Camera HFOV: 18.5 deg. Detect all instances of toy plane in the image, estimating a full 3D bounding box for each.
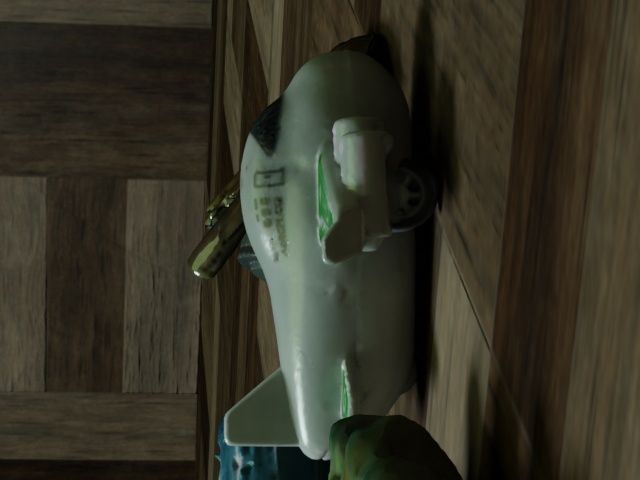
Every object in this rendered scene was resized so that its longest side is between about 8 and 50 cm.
[{"bbox_3d":[0.003,0.005,0.827,0.174,0.080,0.174,-177,90,-85],"label":"toy plane"}]

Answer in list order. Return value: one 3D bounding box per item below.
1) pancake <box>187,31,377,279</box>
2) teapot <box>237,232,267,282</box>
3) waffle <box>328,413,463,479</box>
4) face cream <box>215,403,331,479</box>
[{"bbox_3d":[-0.029,-0.033,0.978,0.184,0.020,0.190,-57,6,-29],"label":"pancake"},{"bbox_3d":[0.000,0.000,0.992,0.088,0.066,0.057,46,-118,-67],"label":"teapot"},{"bbox_3d":[0.030,0.220,0.632,0.292,0.056,0.309,-108,19,-72],"label":"waffle"},{"bbox_3d":[-0.017,0.231,0.957,0.163,0.080,0.336,97,172,-52],"label":"face cream"}]
